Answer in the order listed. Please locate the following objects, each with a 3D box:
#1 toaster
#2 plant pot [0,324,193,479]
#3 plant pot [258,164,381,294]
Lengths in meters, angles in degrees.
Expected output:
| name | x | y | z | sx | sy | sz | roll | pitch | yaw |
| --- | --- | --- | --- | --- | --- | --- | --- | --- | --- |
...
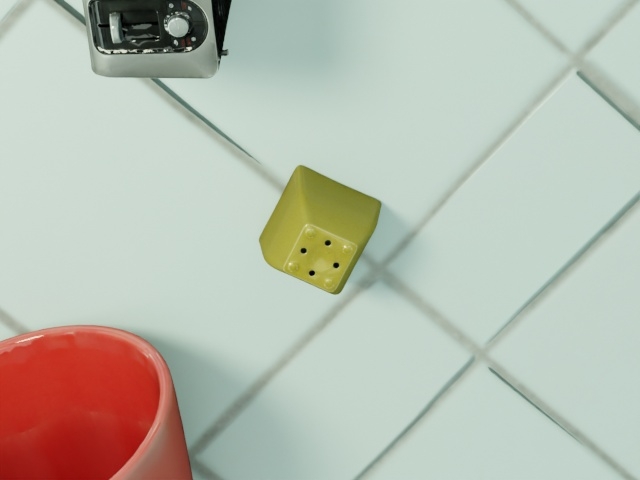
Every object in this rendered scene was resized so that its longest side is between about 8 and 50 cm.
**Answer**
| name | x | y | z | sx | sy | sz | roll | pitch | yaw |
| --- | --- | --- | --- | --- | --- | --- | --- | --- | --- |
| toaster | -0.125 | -0.232 | 1.397 | 0.110 | 0.185 | 0.168 | -2 | 120 | 4 |
| plant pot | -0.219 | 0.248 | 1.553 | 0.275 | 0.275 | 0.243 | -14 | 123 | 5 |
| plant pot | 0.000 | 0.000 | 1.534 | 0.081 | 0.083 | 0.081 | 24 | 110 | -10 |
